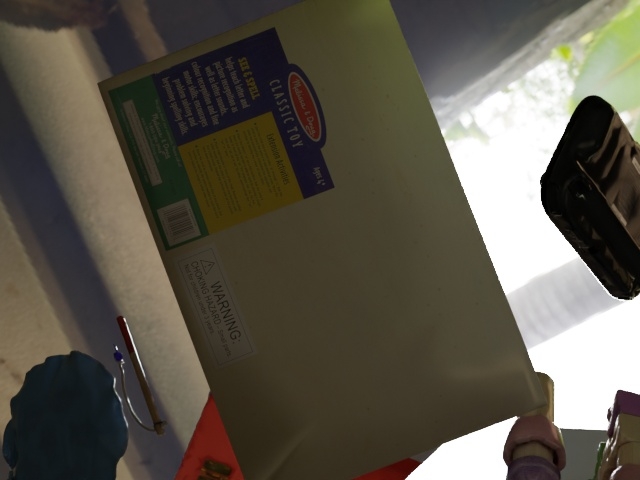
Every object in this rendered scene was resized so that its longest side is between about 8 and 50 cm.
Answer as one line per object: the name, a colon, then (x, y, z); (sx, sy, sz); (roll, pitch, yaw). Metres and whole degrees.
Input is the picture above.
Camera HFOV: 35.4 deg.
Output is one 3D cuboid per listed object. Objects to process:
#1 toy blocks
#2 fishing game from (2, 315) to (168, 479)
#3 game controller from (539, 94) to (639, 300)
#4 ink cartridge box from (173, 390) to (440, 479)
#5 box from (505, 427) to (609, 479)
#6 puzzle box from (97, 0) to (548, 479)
toy blocks: (0.328, 0.340, 1.075); (0.309, 0.289, 0.260); (10, -146, 7)
fishing game: (-0.258, 0.207, 1.026); (0.041, 0.264, 0.189); (21, -144, -52)
game controller: (0.378, -0.047, 1.299); (0.319, 0.067, 0.166); (41, -116, -46)
ink cartridge box: (0.028, 0.196, 1.247); (0.308, 0.091, 0.385); (26, -98, -20)
box: (0.349, 0.454, 1.364); (0.215, 0.168, 0.345); (46, -129, -45)
puzzle box: (0.000, 0.000, 0.890); (0.052, 0.272, 0.409); (32, -143, -86)
